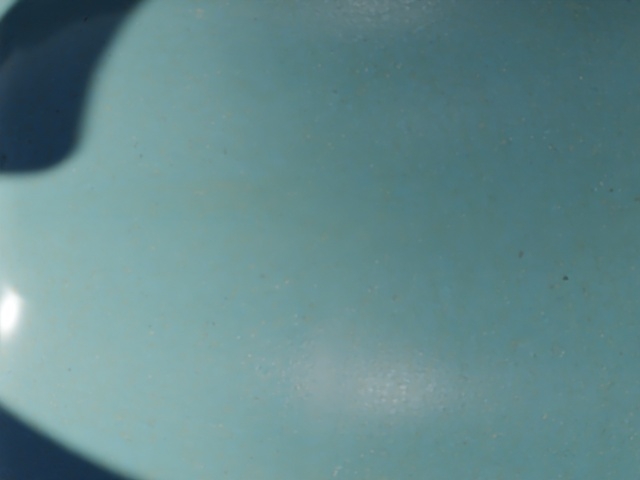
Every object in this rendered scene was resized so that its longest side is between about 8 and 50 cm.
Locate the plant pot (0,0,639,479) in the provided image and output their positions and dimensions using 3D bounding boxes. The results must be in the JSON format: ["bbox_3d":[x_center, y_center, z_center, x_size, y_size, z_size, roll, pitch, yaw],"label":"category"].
[{"bbox_3d":[0.000,0.000,0.604,0.235,0.293,0.293,0,119,-17],"label":"plant pot"}]
